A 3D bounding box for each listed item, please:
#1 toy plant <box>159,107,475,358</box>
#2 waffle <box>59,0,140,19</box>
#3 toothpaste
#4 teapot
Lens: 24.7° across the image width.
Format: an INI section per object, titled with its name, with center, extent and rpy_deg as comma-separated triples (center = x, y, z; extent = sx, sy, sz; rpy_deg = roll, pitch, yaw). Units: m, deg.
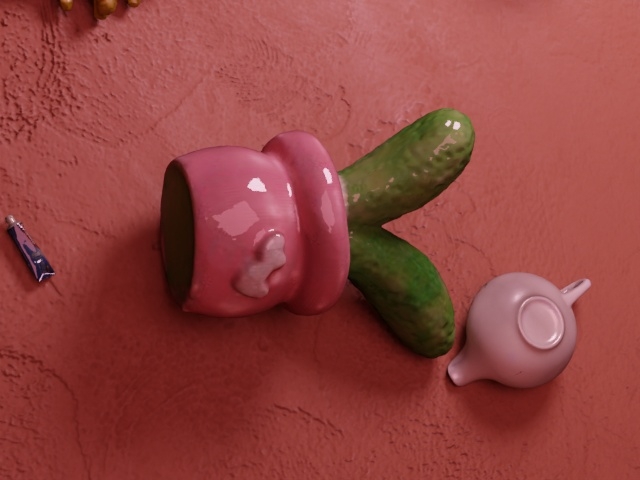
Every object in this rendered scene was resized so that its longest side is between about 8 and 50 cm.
[toy plant]
center = -0.003, 0.002, 1.684
extent = 0.356, 0.211, 0.316
rpy_deg = -7, 115, -26
[waffle]
center = -0.285, -0.408, 1.724
extent = 0.293, 0.069, 0.260
rpy_deg = 48, 66, -4
[toothpaste]
center = -0.329, 0.008, 1.643
extent = 0.027, 0.019, 0.083
rpy_deg = -34, 93, -48
[teapot]
center = 0.259, 0.105, 1.813
extent = 0.226, 0.092, 0.145
rpy_deg = -30, 91, -27
